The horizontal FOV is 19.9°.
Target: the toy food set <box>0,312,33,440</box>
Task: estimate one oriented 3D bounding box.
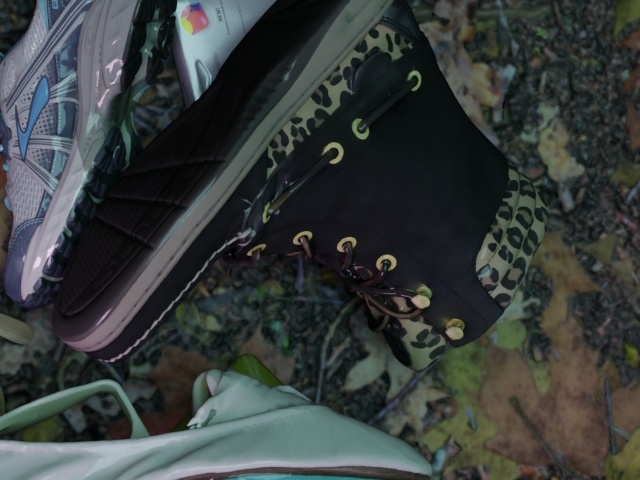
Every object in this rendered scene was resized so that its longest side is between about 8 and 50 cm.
[{"bbox_3d":[-0.304,0.129,1.378,0.132,0.038,0.192,28,74,-22],"label":"toy food set"}]

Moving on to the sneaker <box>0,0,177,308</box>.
[{"bbox_3d":[-0.201,-0.089,1.398,0.122,0.110,0.283,18,94,17],"label":"sneaker"}]

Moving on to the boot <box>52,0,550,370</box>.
[{"bbox_3d":[0.000,0.000,1.397,0.284,0.138,0.377,47,68,-28],"label":"boot"}]

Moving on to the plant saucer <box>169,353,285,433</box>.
[{"bbox_3d":[-0.050,0.218,1.448,0.188,0.045,0.188,45,75,-11],"label":"plant saucer"}]

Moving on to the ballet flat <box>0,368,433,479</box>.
[{"bbox_3d":[-0.115,0.159,1.353,0.400,0.139,0.139,-7,90,-14],"label":"ballet flat"}]

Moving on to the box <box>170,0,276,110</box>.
[{"bbox_3d":[-0.023,-0.147,1.478,0.186,0.038,0.145,-15,93,-19],"label":"box"}]
